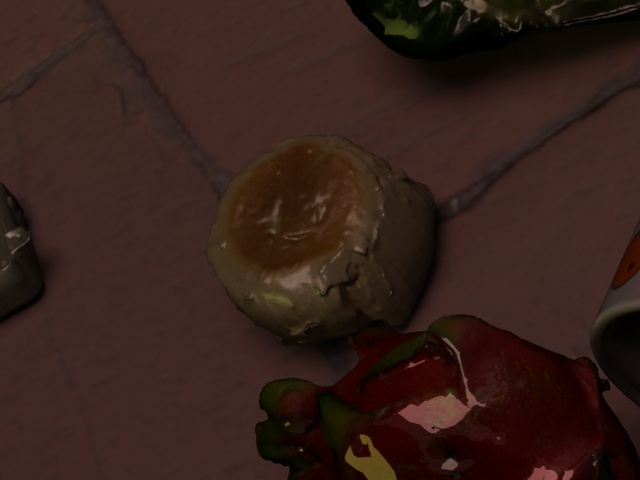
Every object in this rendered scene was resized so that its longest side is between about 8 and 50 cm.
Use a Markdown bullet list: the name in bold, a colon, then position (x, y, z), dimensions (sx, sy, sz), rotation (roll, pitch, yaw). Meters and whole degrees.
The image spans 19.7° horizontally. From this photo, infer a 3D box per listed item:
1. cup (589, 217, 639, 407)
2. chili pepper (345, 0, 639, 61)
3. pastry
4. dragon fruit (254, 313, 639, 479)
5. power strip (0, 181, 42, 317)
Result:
- **cup**: position (0.316, -0.040, 1.108), dimensions (0.212, 0.212, 0.317), rotation (12, 65, 32)
- **chili pepper**: position (0.145, -0.209, 1.380), dimensions (0.264, 0.116, 0.148), rotation (-16, 82, 13)
- **pastry**: position (0.000, 0.000, 1.324), dimensions (0.165, 0.088, 0.166), rotation (-12, 58, 20)
- **dragon fruit**: position (0.085, 0.144, 1.145), dimensions (0.269, 0.200, 0.198), rotation (-17, 35, 57)
- **power strip**: position (-0.344, 0.049, 1.492), dimensions (0.270, 0.046, 0.118), rotation (-30, 48, 8)
